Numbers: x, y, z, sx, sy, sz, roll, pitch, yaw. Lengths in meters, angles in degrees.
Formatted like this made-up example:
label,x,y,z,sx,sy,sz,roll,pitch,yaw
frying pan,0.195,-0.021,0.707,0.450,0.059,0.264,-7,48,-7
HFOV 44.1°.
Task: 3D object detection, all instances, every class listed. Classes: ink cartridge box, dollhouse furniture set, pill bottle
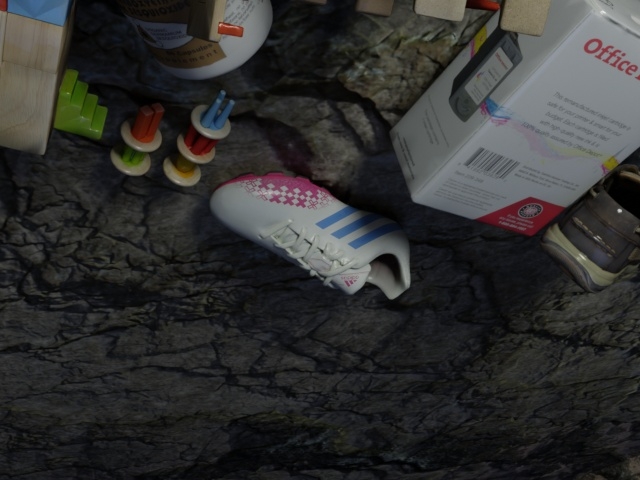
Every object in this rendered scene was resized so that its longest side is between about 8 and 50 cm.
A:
label,x,y,z,sx,sy,sz,roll,pitch,yaw
ink cartridge box,0.267,-0.159,0.955,0.226,0.131,0.306,15,133,-32
dollhouse furniture set,0.027,-0.220,0.666,0.259,0.262,0.135,2,107,-26
pill bottle,-0.141,-0.266,0.715,0.131,0.131,0.229,-16,146,11

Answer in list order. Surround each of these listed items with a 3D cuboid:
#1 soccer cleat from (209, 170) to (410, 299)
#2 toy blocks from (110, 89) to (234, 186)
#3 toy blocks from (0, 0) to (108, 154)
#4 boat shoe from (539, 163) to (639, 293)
label,x,y,z,sx,sy,sz,roll,pitch,yaw
soccer cleat,0.000,0.000,1.138,0.331,0.143,0.116,14,141,-30
toy blocks,-0.179,-0.136,0.972,0.123,0.054,0.148,11,142,-28
toy blocks,-0.364,-0.237,0.693,0.382,0.190,0.260,13,129,-15
boat shoe,0.420,-0.028,1.098,0.130,0.132,0.355,-51,168,28
